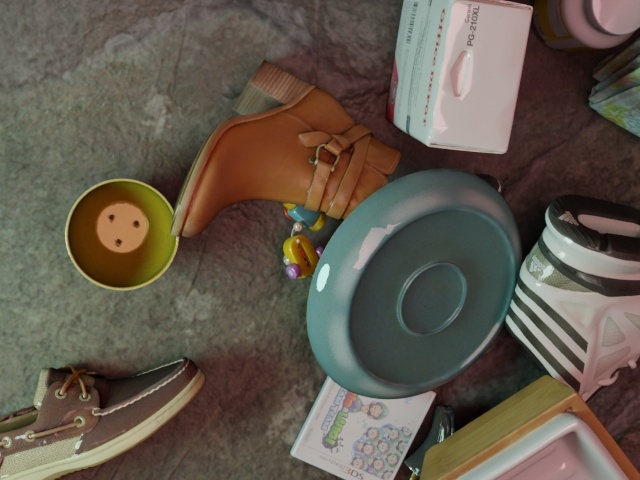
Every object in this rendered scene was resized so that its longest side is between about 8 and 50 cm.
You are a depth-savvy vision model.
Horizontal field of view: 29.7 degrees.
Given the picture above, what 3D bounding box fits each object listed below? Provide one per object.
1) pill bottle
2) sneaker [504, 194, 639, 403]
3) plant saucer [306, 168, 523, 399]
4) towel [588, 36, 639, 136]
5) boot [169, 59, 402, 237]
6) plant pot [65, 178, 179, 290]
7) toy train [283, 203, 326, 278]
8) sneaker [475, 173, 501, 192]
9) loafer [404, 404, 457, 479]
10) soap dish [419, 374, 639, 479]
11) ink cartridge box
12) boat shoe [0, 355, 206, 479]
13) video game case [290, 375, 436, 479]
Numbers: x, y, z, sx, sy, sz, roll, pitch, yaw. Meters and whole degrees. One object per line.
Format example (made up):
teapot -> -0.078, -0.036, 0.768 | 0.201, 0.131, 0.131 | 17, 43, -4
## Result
pill bottle -> 0.338, -0.289, 1.502 | 0.103, 0.184, 0.103 | -1, 97, -10
sneaker -> 0.434, 0.097, 1.605 | 0.447, 0.169, 0.258 | 11, 123, -24
plant saucer -> 0.132, 0.066, 1.507 | 0.317, 0.043, 0.318 | -14, 119, -26
towel -> 0.534, -0.147, 1.468 | 0.374, 0.320, 0.090 | 28, 83, -4
boot -> -0.039, -0.068, 1.460 | 0.220, 0.109, 0.283 | 33, 51, -4
plant pot -> -0.243, -0.011, 1.480 | 0.134, 0.095, 0.134 | -1, 96, -10
toy train -> 0.000, 0.000, 1.552 | 0.125, 0.046, 0.166 | -2, 86, -36
sneaker -> 0.160, 0.002, 1.570 | 0.211, 0.080, 0.081 | -47, 123, -1
loafer -> 0.142, 0.299, 1.600 | 0.061, 0.062, 0.170 | 9, 93, -6
soap dish -> 0.282, 0.318, 1.540 | 0.229, 0.118, 0.291 | -35, 125, 9
ink cartridge box -> 0.159, -0.207, 1.446 | 0.100, 0.237, 0.172 | 6, 101, -10
boat shoe -> -0.311, 0.212, 1.485 | 0.341, 0.123, 0.123 | -25, 101, 0
video game case -> 0.057, 0.241, 1.598 | 0.143, 0.019, 0.157 | 26, 91, -12
